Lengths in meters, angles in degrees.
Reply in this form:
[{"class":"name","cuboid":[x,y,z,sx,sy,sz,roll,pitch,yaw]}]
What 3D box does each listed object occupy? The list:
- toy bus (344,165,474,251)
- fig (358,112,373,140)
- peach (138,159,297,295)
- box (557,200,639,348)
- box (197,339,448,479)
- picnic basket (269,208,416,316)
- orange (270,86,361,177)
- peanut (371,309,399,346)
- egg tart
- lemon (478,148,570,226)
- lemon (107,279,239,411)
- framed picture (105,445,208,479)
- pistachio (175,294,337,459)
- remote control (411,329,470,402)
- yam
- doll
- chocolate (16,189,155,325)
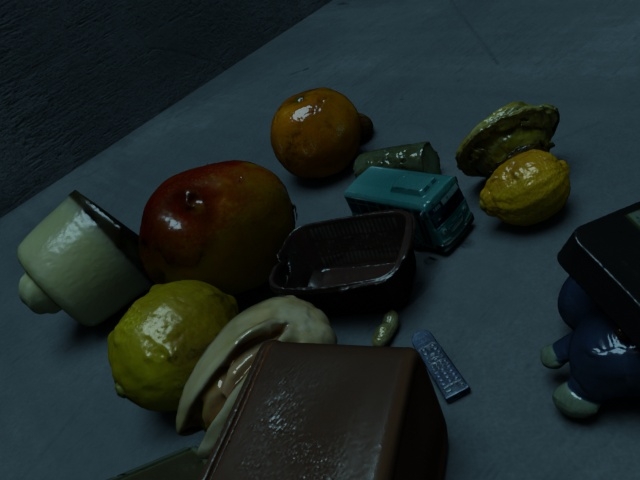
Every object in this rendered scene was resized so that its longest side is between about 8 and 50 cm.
[{"class":"toy bus","cuboid":[0.186,-0.075,1.299,0.256,0.147,0.128,15,52,47]},{"class":"fig","cuboid":[0.129,-0.343,1.798,0.125,0.089,0.089,-22,24,-39]},{"class":"peach","cuboid":[-0.228,-0.020,1.330,0.372,0.290,0.372,-15,-5,-1]},{"class":"box","cuboid":[0.486,0.096,0.749,0.211,0.058,0.350,-18,55,-25]},{"class":"box","cuboid":[0.018,0.316,0.779,0.229,0.239,0.339,-5,37,25]},{"class":"picnic basket","cuboid":[0.061,0.061,1.208,0.296,0.129,0.222,-8,38,28]},{"class":"orange","cuboid":[-0.012,-0.298,1.677,0.261,0.261,0.261,-18,33,12]},{"class":"peanut","cuboid":[0.122,0.164,1.107,0.037,0.037,0.083,1,43,36]},{"class":"egg tart","cuboid":[0.407,-0.195,1.278,0.241,0.241,0.106,-23,62,6]},{"class":"lemon","cuboid":[0.404,-0.099,1.185,0.187,0.142,0.142,-24,32,9]},{"class":"lemon","cuboid":[-0.272,0.198,1.154,0.233,0.234,0.288,14,46,46]},{"class":"framed picture","cuboid":[-0.220,0.417,0.915,0.209,0.019,0.281,-12,21,-34]},{"class":"pistachio","cuboid":[-0.111,0.230,1.033,0.318,0.214,0.193,-44,62,-9]},{"class":"remote control","cuboid":[0.197,0.205,1.004,0.043,0.027,0.152,-22,34,-4]},{"class":"yam","cuboid":[0.187,-0.181,1.485,0.194,0.107,0.107,-3,39,33]},{"class":"doll","cuboid":[0.434,0.120,0.864,0.228,0.154,0.258,-11,28,29]},{"class":"chocolate","cuboid":[-0.593,0.072,1.528,0.297,0.326,0.314,-51,40,-8]}]
